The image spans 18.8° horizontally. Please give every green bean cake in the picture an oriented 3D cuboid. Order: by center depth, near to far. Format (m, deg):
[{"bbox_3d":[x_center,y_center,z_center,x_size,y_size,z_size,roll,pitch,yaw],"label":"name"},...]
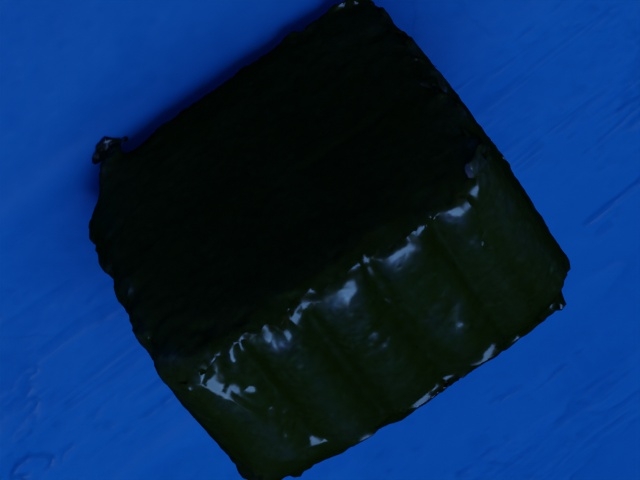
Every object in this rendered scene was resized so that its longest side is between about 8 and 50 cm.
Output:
[{"bbox_3d":[0.000,0.000,1.226,0.250,0.247,0.156,-36,130,3],"label":"green bean cake"}]
